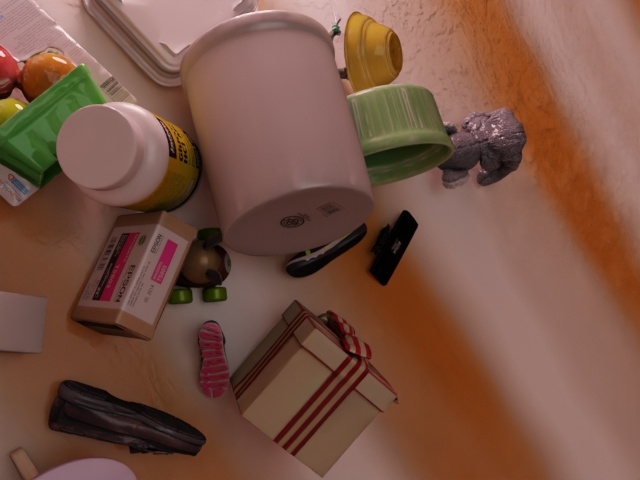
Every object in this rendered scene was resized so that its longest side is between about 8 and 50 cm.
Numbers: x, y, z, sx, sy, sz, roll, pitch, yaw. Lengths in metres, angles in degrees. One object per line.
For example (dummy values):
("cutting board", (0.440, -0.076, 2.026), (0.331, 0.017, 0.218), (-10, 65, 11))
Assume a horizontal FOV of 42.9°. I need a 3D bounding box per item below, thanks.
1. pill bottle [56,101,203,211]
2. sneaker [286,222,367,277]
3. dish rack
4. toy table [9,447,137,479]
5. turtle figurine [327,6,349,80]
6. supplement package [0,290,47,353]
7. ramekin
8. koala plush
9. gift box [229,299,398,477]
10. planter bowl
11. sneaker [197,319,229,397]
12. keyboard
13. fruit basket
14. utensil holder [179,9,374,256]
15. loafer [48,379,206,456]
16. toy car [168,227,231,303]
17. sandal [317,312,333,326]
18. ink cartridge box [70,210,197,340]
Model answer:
("pill bottle", (-0.349, -0.151, 1.509), (0.188, 0.334, 0.188), (0, 89, 8))
("sneaker", (0.000, 0.000, 1.856), (0.234, 0.084, 0.097), (-31, 73, -30))
("dish rack", (-0.307, -0.524, 1.751), (0.285, 0.072, 0.333), (46, 63, -7))
("toy table", (-0.473, 0.490, 1.453), (0.274, 0.161, 0.252), (-16, 90, -29))
("turtle figurine", (0.022, -0.413, 1.906), (0.175, 0.118, 0.234), (39, 47, -62))
("supplement package", (-0.594, 0.144, 1.443), (0.179, 0.105, 0.105), (16, 72, -50))
("ramekin", (0.137, -0.234, 1.835), (0.303, 0.303, 0.148), (-6, 78, -29))
("koala plush", (0.377, -0.232, 2.036), (0.221, 0.203, 0.196), (-13, 88, -18))
("gift box", (-0.001, 0.293, 1.674), (0.276, 0.255, 0.258), (40, 90, -21))
("planter bowl", (0.137, -0.436, 1.919), (0.217, 0.090, 0.217), (-3, 90, -66))
("sneaker", (-0.222, 0.240, 1.689), (0.063, 0.075, 0.170), (-5, 106, -4))
("keyboard", (0.166, 0.007, 1.964), (0.100, 0.038, 0.192), (51, 59, -38))
("fruit basket", (-0.588, -0.284, 1.549), (0.353, 0.165, 0.327), (41, 64, 0))
("utensil holder", (-0.088, -0.202, 1.629), (0.327, 0.327, 0.385), (-2, 66, -29))
("loafer", (-0.374, 0.364, 1.575), (0.302, 0.109, 0.095), (25, 90, -17))
("toy car", (-0.230, 0.043, 1.644), (0.149, 0.188, 0.155), (-2, 83, -29))
("sandal", (0.014, 0.249, 1.827), (0.072, 0.049, 0.180), (-21, 107, -18))
("ink cartridge box", (-0.359, 0.065, 1.562), (0.088, 0.193, 0.235), (34, 66, -34))
